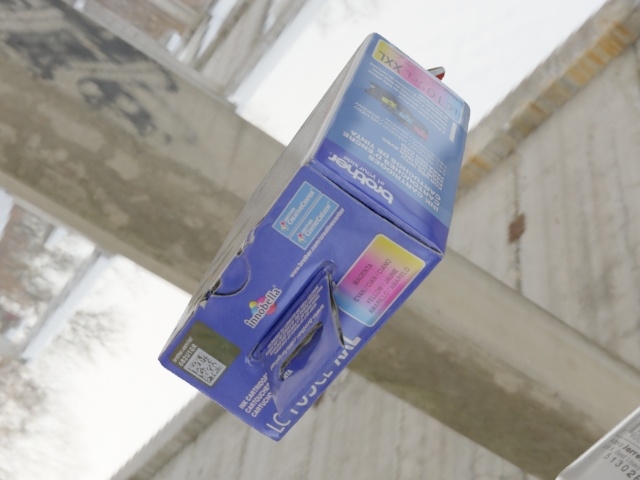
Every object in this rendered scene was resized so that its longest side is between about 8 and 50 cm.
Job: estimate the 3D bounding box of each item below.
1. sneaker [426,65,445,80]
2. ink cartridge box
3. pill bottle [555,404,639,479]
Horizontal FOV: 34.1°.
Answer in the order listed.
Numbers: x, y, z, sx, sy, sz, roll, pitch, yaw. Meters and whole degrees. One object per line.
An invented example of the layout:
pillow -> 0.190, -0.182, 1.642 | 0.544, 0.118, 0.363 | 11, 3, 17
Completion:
sneaker -> 0.111, -0.160, 1.263 | 0.118, 0.067, 0.042 | -27, 171, 36
ink cartridge box -> 0.000, 0.000, 1.008 | 0.270, 0.151, 0.395 | -52, -173, 30
pill bottle -> 0.265, 0.123, 0.620 | 0.229, 0.131, 0.131 | -38, -164, -8
